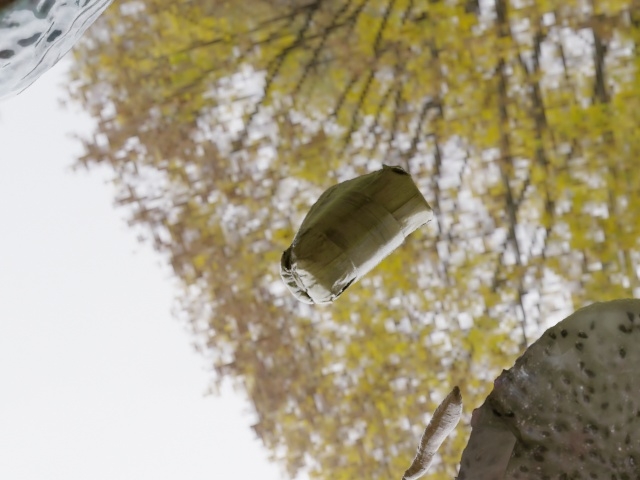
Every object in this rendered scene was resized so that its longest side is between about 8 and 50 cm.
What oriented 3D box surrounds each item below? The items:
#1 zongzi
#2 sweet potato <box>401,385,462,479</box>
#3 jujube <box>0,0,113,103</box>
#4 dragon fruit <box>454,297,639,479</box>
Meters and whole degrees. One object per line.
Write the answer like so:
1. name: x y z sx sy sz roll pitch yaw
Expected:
1. zongzi: 0.000 0.000 1.343 0.160 0.078 0.176 -37 -164 -29
2. sweet potato: 0.108 0.183 1.337 0.026 0.115 0.026 21 -158 -9
3. jujube: -0.316 -0.283 1.373 0.246 0.215 0.308 24 -103 51
4. dragon fruit: 0.250 0.188 1.165 0.204 0.283 0.221 18 178 32
